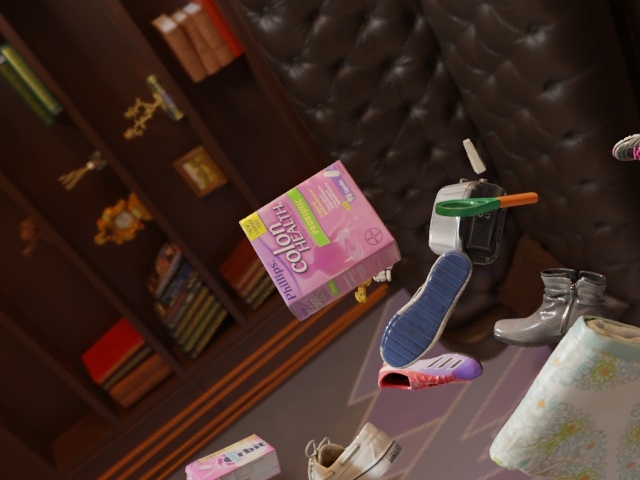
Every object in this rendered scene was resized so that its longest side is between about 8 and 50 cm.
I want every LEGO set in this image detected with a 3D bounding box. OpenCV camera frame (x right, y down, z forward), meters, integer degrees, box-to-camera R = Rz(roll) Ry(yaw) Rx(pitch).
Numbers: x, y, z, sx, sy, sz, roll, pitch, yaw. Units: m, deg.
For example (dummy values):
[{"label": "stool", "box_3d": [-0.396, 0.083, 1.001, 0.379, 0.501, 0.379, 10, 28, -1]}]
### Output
[{"label": "LEGO set", "box_3d": [0.086, 0.115, 1.983, 0.087, 0.227, 0.093, 72, -164, -69]}]

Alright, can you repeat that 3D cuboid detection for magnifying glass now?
[{"label": "magnifying glass", "box_3d": [0.347, -0.077, 1.531, 0.092, 0.231, 0.026, -148, 53, -67]}]

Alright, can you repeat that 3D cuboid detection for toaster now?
[{"label": "toaster", "box_3d": [0.344, -0.034, 1.742, 0.129, 0.226, 0.146, 8, -179, -24]}]

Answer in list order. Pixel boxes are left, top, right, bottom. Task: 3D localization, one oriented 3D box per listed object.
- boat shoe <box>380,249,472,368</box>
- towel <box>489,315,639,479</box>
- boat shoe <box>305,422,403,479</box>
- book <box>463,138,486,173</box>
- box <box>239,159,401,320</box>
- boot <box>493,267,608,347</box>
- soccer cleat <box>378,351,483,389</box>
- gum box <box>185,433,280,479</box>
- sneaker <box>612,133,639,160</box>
[{"label": "boat shoe", "box_3d": [0.150, 0.096, 0.999, 0.066, 0.183, 0.066, 38, -169, 15]}, {"label": "towel", "box_3d": [0.533, 0.308, 1.317, 0.375, 0.320, 0.090, 16, -158, -20]}, {"label": "boat shoe", "box_3d": [0.030, 0.533, 1.751, 0.156, 0.136, 0.367, 46, 132, 5]}, {"label": "book", "box_3d": [0.434, -0.241, 2.086, 0.096, 0.035, 0.144, 62, -166, -4]}, {"label": "box", "box_3d": [0.000, 0.000, 1.476, 0.213, 0.243, 0.117, 58, 180, 24]}, {"label": "boot", "box_3d": [0.639, 0.180, 2.061, 0.338, 0.118, 0.222, -4, 109, 32]}, {"label": "soccer cleat", "box_3d": [0.327, 0.405, 2.207, 0.318, 0.116, 0.108, -5, 113, 27]}, {"label": "gum box", "box_3d": [-0.199, 0.515, 1.647, 0.107, 0.188, 0.062, 11, 116, 58]}, {"label": "sneaker", "box_3d": [0.797, -0.214, 1.774, 0.170, 0.074, 0.063, -1, 128, 23]}]
